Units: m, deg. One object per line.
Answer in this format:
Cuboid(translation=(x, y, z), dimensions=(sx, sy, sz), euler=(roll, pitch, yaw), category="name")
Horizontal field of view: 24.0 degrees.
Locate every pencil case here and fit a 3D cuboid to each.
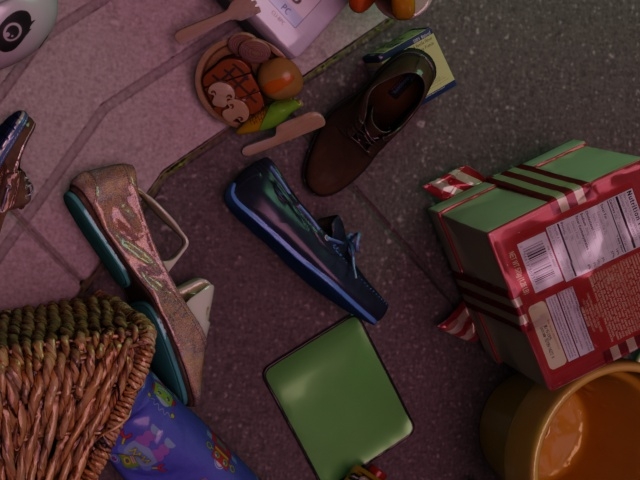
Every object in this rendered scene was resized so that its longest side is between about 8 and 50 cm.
Cuboid(translation=(-0.170, 0.278, 1.813), dimensions=(0.133, 0.119, 0.306), euler=(-32, 118, 17), category="pencil case")

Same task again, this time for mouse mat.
Cuboid(translation=(0.026, 0.209, 1.958), dimensions=(0.152, 0.007, 0.190), euler=(-31, 106, -15), category="mouse mat")

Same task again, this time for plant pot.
Cuboid(translation=(0.327, 0.265, 1.951), dimensions=(0.254, 0.239, 0.254), euler=(-2, 96, -21), category="plant pot")

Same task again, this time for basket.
Cuboid(translation=(-0.300, 0.189, 1.676), dimensions=(0.223, 0.299, 0.214), euler=(-9, 98, -19), category="basket")

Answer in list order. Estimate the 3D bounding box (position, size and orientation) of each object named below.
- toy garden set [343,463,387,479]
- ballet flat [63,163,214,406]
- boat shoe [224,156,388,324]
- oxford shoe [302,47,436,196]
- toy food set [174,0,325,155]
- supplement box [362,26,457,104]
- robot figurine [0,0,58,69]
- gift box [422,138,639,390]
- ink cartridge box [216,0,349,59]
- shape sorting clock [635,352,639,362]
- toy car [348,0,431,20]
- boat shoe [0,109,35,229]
Cuboid(translation=(0.055, 0.391, 1.854), dimensions=(0.204, 0.244, 0.049), euler=(-53, 125, -9), category="toy garden set")
Cuboid(translation=(-0.191, 0.048, 1.813), dimensions=(0.106, 0.107, 0.316), euler=(-32, 106, -23), category="ballet flat")
Cuboid(translation=(0.000, 0.000, 1.878), dimensions=(0.258, 0.109, 0.089), euler=(45, 76, -20), category="boat shoe")
Cuboid(translation=(0.052, -0.139, 1.862), dimensions=(0.083, 0.096, 0.227), euler=(36, 110, -8), category="oxford shoe")
Cuboid(translation=(-0.088, -0.189, 1.817), dimensions=(0.132, 0.038, 0.192), euler=(-23, 116, 18), category="toy food set")
Cuboid(translation=(0.114, -0.217, 1.926), dimensions=(0.083, 0.056, 0.083), euler=(-31, 105, -15), category="supplement box")
Cuboid(translation=(-0.402, -0.320, 1.659), dimensions=(0.173, 0.209, 0.278), euler=(-32, 105, -37), category="robot figurine")
Cuboid(translation=(0.277, 0.022, 1.903), dimensions=(0.276, 0.258, 0.255), euler=(-20, 102, -9), category="gift box")
Cuboid(translation=(-0.023, -0.461, 1.837), dimensions=(0.308, 0.091, 0.385), euler=(45, 80, -18), category="ink cartridge box")
Cuboid(translation=(0.525, 0.208, 2.126), dimensions=(0.206, 0.040, 0.206), euler=(-2, 95, -20), category="shape sorting clock")
Cuboid(translation=(0.069, -0.352, 1.784), dimensions=(0.136, 0.159, 0.182), euler=(4, 79, 6), category="toy car")
Cuboid(translation=(-0.372, -0.063, 1.759), dimensions=(0.066, 0.066, 0.183), euler=(27, 95, -25), category="boat shoe")
